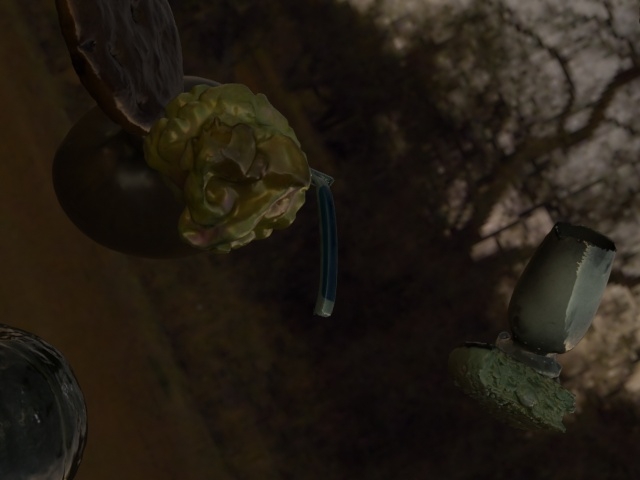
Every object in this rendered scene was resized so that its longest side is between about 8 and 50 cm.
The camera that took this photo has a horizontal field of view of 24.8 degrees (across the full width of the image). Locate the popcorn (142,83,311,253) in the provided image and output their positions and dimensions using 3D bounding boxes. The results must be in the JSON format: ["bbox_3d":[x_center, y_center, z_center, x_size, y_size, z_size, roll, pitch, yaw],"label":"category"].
[{"bbox_3d":[-0.074,-0.059,1.190,0.126,0.125,0.145,-123,-165,-47],"label":"popcorn"}]

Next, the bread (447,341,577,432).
[{"bbox_3d":[0.253,0.202,1.900,0.172,0.064,0.232,20,-12,23],"label":"bread"}]

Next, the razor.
[{"bbox_3d":[0.003,-0.002,1.731,0.068,0.037,0.191,21,55,-43],"label":"razor"}]

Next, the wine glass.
[{"bbox_3d":[0.312,0.080,1.930,0.111,0.204,0.111,20,18,-7],"label":"wine glass"}]

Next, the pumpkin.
[{"bbox_3d":[-0.272,0.128,1.005,0.224,0.223,0.157,-103,-169,-79],"label":"pumpkin"}]

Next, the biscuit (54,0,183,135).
[{"bbox_3d":[-0.180,-0.195,1.349,0.212,0.036,0.212,-15,90,-70],"label":"biscuit"}]

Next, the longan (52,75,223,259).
[{"bbox_3d":[-0.211,-0.096,1.951,0.300,0.300,0.243,52,13,-77],"label":"longan"}]
